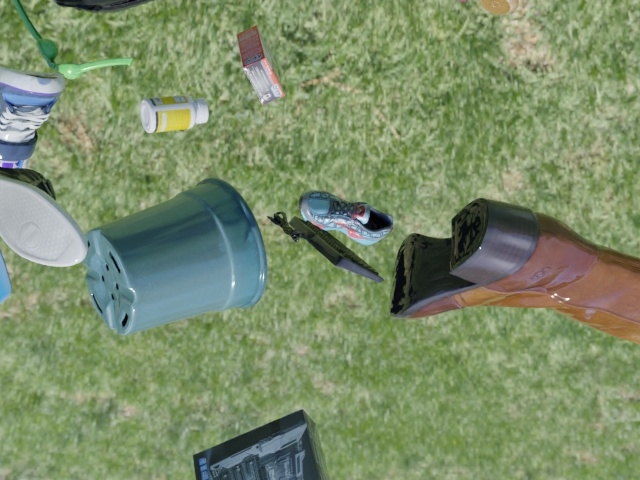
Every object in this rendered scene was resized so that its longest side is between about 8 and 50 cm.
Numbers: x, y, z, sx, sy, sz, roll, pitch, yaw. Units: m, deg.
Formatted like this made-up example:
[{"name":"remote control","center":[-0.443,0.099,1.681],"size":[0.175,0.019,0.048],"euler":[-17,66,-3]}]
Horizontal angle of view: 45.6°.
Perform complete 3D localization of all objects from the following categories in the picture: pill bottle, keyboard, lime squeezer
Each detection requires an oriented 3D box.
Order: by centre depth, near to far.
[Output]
[{"name":"pill bottle","center":[-0.272,-0.239,1.424],"size":[0.116,0.065,0.065],"euler":[-11,159,-29]},{"name":"keyboard","center":[0.000,0.000,1.596],"size":[0.201,0.033,0.317],"euler":[22,-173,-25]},{"name":"lime squeezer","center":[-0.569,-0.423,1.665],"size":[0.310,0.059,0.110],"euler":[30,117,3]}]

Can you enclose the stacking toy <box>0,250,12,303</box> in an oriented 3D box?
[{"name":"stacking toy","center":[-0.527,-0.038,0.974],"size":[0.175,0.302,0.166],"euler":[-21,142,-21]}]

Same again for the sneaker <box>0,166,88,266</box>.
[{"name":"sneaker","center":[-0.441,-0.049,1.184],"size":[0.295,0.105,0.147],"euler":[25,-168,21]}]

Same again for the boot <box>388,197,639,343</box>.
[{"name":"boot","center":[0.232,0.052,0.797],"size":[0.280,0.096,0.264],"euler":[16,150,-15]}]

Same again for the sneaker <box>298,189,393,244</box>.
[{"name":"sneaker","center":[0.071,-0.073,1.899],"size":[0.261,0.104,0.125],"euler":[17,158,-29]}]

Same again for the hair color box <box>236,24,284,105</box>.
[{"name":"hair color box","center":[-0.123,-0.357,1.540],"size":[0.053,0.167,0.093],"euler":[-23,129,7]}]

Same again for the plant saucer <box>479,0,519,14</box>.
[{"name":"plant saucer","center":[0.337,-0.457,1.455],"size":[0.083,0.015,0.083],"euler":[23,166,6]}]

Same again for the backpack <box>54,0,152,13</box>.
[{"name":"backpack","center":[-0.392,-0.588,1.534],"size":[0.355,0.273,0.290],"euler":[-30,-175,14]}]

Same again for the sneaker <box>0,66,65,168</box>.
[{"name":"sneaker","center":[-0.605,-0.224,1.529],"size":[0.130,0.236,0.322],"euler":[-2,-168,-38]}]

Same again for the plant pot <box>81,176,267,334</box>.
[{"name":"plant pot","center":[-0.361,0.052,1.809],"size":[0.334,0.341,0.341],"euler":[-19,166,-36]}]

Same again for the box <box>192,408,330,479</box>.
[{"name":"box","center":[-0.095,0.495,1.390],"size":[0.242,0.307,0.076],"euler":[-24,136,8]}]
